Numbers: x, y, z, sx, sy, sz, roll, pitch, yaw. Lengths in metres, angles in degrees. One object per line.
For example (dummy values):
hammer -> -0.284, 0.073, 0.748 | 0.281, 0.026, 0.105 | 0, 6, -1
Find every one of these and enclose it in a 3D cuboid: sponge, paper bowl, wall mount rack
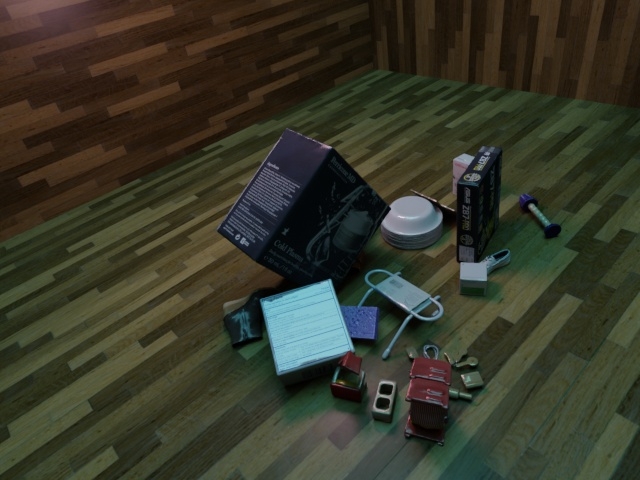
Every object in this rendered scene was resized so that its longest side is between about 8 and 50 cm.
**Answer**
sponge -> 0.110, 0.300, 1.639 | 0.210, 0.031, 0.117 | -2, 67, 29
paper bowl -> 0.419, -0.098, 2.063 | 0.284, 0.148, 0.284 | -6, 37, 5
wall mount rack -> 0.268, 0.259, 1.655 | 0.304, 0.130, 0.350 | -28, 40, -27

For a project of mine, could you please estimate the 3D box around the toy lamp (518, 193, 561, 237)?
toy lamp -> 0.975, -0.119, 2.006 | 0.080, 0.080, 0.275 | -9, 38, 2

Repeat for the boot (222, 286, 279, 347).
boot -> -0.259, 0.306, 1.780 | 0.248, 0.090, 0.207 | -18, 49, -12

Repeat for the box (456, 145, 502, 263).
box -> 0.657, -0.143, 1.853 | 0.097, 0.395, 0.318 | 12, 41, 31

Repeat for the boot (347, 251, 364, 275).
boot -> 0.051, 0.073, 1.986 | 0.283, 0.109, 0.220 | 1, 42, 4

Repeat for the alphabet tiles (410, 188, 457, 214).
alphabet tiles -> 0.557, -0.165, 2.104 | 0.237, 0.198, 0.009 | 33, 96, 42

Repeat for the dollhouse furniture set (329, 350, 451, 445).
dollhouse furniture set -> 0.197, 0.455, 1.340 | 0.374, 0.201, 0.152 | 5, 39, 20

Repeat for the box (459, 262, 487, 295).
box -> 0.594, 0.149, 1.736 | 0.101, 0.087, 0.102 | 2, 38, 18

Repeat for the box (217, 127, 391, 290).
box -> -0.049, -0.086, 1.746 | 0.297, 0.480, 0.472 | 31, 88, 42

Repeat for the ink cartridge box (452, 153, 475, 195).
ink cartridge box -> 0.738, -0.308, 2.209 | 0.086, 0.203, 0.148 | -30, 41, -23

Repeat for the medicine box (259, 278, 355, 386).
medicine box -> -0.045, 0.317, 1.554 | 0.263, 0.149, 0.289 | -16, 58, -5

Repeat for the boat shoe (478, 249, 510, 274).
boat shoe -> 0.693, 0.088, 1.812 | 0.184, 0.063, 0.066 | -17, 37, -9

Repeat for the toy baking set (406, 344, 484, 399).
toy baking set -> 0.403, 0.428, 1.471 | 0.256, 0.030, 0.197 | 4, 36, 19
